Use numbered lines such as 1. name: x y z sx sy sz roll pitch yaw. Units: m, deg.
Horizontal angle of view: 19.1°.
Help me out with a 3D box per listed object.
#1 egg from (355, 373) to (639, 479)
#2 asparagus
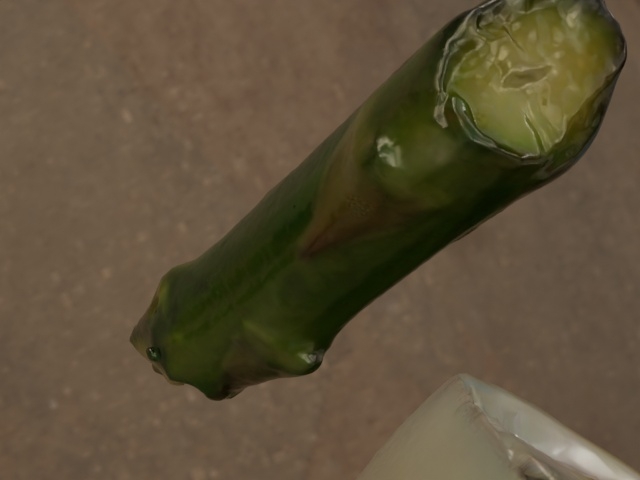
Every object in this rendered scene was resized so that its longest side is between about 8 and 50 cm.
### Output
1. egg: 0.118 0.298 1.041 0.354 0.340 0.354 34 4 -3
2. asparagus: 0.001 0.001 0.849 0.082 0.343 0.085 36 43 -18
